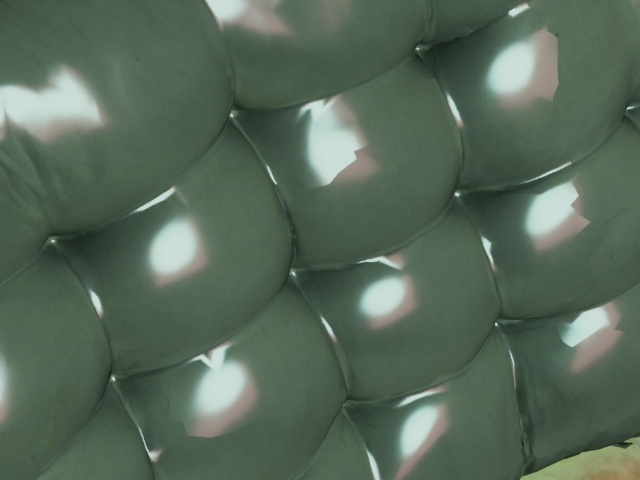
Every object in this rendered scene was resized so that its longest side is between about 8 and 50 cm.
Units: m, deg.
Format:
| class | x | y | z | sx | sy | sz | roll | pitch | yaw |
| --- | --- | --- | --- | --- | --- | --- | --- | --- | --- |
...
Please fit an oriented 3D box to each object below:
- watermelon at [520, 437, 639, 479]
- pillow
| class | x | y | z | sx | sy | sz | roll | pitch | yaw |
| --- | --- | --- | --- | --- | --- | --- | --- | --- | --- |
| watermelon | 0.091 | 0.134 | 0.585 | 0.145 | 0.137 | 0.193 | 15 | 97 | -2 |
| pillow | 0.000 | 0.000 | 0.472 | 0.326 | 0.101 | 0.228 | -30 | 119 | -26 |
